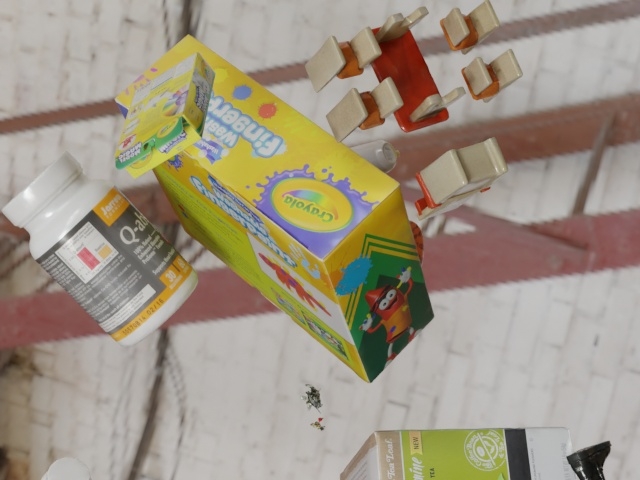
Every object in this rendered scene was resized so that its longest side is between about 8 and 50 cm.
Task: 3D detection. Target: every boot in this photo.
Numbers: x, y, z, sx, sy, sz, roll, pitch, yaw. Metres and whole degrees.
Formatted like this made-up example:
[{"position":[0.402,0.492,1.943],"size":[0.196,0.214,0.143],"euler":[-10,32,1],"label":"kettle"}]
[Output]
[{"position":[0.407,0.351,1.909],"size":[0.121,0.045,0.099],"euler":[-6,-107,-56],"label":"boot"}]

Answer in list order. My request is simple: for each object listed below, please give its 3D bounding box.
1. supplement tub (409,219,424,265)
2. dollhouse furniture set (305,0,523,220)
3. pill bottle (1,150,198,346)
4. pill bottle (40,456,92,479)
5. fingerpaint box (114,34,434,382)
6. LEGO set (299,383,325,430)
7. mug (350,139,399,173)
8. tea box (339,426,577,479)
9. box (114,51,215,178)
[{"position":[0.000,0.000,2.305],"size":[0.207,0.338,0.207],"euler":[-29,-53,-46],"label":"supplement tub"},{"position":[0.134,-0.172,1.736],"size":[0.262,0.259,0.135],"euler":[-18,-10,-30],"label":"dollhouse furniture set"},{"position":[-0.328,0.011,1.935],"size":[0.162,0.278,0.162],"euler":[-40,12,10],"label":"pill bottle"},{"position":[-0.398,0.403,2.026],"size":[0.152,0.086,0.086],"euler":[110,-176,-46],"label":"pill bottle"},{"position":[-0.058,-0.046,1.940],"size":[0.163,0.445,0.371],"euler":[-44,-32,-15],"label":"fingerpaint box"},{"position":[-0.006,0.262,2.086],"size":[0.054,0.023,0.083],"euler":[11,-130,-59],"label":"LEGO set"},{"position":[0.083,-0.126,1.963],"size":[0.062,0.064,0.078],"euler":[49,-138,-22],"label":"mug"},{"position":[0.217,0.447,2.127],"size":[0.329,0.323,0.220],"euler":[114,154,-66],"label":"tea box"},{"position":[-0.183,-0.144,1.541],"size":[0.043,0.105,0.179],"euler":[51,-156,-26],"label":"box"}]
